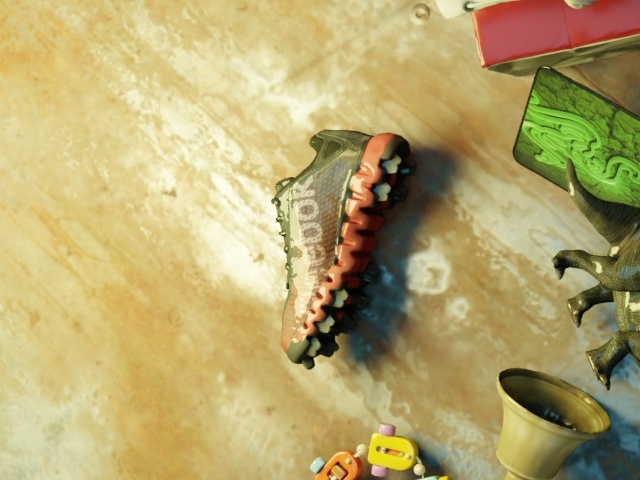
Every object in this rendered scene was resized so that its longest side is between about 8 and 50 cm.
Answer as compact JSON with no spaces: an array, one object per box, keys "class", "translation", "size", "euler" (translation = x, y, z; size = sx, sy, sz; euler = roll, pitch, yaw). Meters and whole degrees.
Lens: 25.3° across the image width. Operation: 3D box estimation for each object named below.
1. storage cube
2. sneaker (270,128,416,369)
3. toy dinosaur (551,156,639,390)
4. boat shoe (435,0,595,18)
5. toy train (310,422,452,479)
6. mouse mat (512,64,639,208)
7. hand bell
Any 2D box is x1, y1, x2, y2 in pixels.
[{"class":"storage cube","translation":[0.247,-0.279,1.438],"size":[0.183,0.215,0.193],"euler":[-11,91,19]},{"class":"sneaker","translation":[0.000,0.000,1.577],"size":[0.135,0.097,0.276],"euler":[21,93,19]},{"class":"toy dinosaur","translation":[0.335,0.057,1.462],"size":[0.160,0.121,0.313],"euler":[-21,77,6]},{"class":"boat shoe","translation":[0.233,-0.260,1.296],"size":[0.277,0.098,0.096],"euler":[-7,121,18]},{"class":"toy train","translation":[0.076,0.274,1.572],"size":[0.166,0.046,0.125],"euler":[39,102,20]},{"class":"mouse mat","translation":[0.288,-0.086,1.466],"size":[0.189,0.152,0.007],"euler":[34,57,18]},{"class":"hand bell","translation":[0.201,0.269,1.510],"size":[0.126,0.126,0.242],"euler":[27,111,18]}]
